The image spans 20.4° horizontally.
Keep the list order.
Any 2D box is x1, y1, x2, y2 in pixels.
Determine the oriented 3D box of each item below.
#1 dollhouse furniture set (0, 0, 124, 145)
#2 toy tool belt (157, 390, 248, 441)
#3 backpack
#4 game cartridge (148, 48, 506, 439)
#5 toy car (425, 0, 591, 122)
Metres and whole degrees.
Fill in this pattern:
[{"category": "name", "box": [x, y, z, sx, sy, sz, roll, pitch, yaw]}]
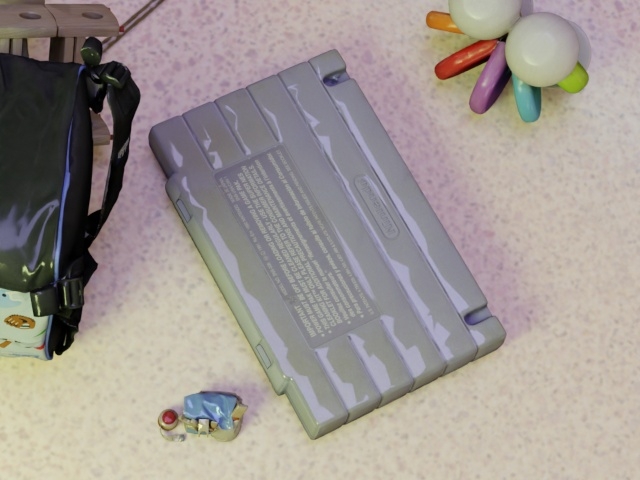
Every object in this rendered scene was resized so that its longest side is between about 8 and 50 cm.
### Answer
[{"category": "dollhouse furniture set", "box": [-0.288, -0.190, 1.798, 0.129, 0.129, 0.184, -3, 29, -22]}, {"category": "toy tool belt", "box": [-0.112, 0.165, 1.696, 0.083, 0.051, 0.052, 1, 67, -8]}, {"category": "backpack", "box": [-0.290, -0.014, 1.630, 0.213, 0.263, 0.277, 8, 60, 2]}, {"category": "game cartridge", "box": [0.000, 0.000, 1.780, 0.230, 0.068, 0.355, -26, 74, -14]}, {"category": "toy car", "box": [0.190, -0.198, 1.857, 0.182, 0.159, 0.136, 41, 102, 8]}]
